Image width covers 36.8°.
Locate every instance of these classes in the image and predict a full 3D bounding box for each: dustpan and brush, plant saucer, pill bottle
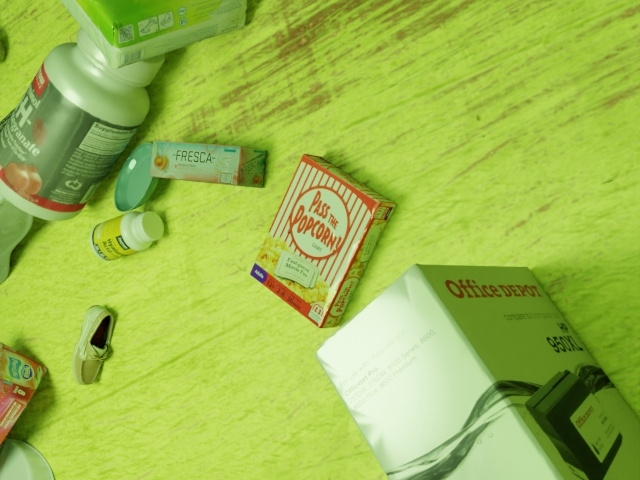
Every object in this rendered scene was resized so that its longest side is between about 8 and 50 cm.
[{"bbox_3d":[-0.489,0.441,1.659,0.211,0.060,0.147,10,82,43],"label":"dustpan and brush"},{"bbox_3d":[-0.286,-0.097,1.525,0.119,0.021,0.119,-29,49,40],"label":"plant saucer"},{"bbox_3d":[-0.306,-0.010,1.528,0.116,0.065,0.065,-18,78,35],"label":"pill bottle"},{"bbox_3d":[-0.382,-0.199,1.524,0.318,0.176,0.176,-50,62,24],"label":"pill bottle"}]

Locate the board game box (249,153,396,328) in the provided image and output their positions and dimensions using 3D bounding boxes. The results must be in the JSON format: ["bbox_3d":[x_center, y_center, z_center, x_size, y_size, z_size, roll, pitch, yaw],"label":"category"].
[{"bbox_3d":[0.000,0.000,1.314,0.147,0.045,0.193,34,108,32],"label":"board game box"}]

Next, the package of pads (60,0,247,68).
[{"bbox_3d":[-0.269,-0.398,1.423,0.296,0.229,0.101,51,152,27],"label":"package of pads"}]

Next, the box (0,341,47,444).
[{"bbox_3d":[-0.601,0.307,1.669,0.128,0.122,0.257,33,113,-13],"label":"box"}]

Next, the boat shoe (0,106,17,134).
[{"bbox_3d":[-0.566,-0.167,1.723,0.223,0.080,0.073,-37,62,24],"label":"boat shoe"}]

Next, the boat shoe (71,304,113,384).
[{"bbox_3d":[-0.372,0.176,1.579,0.045,0.050,0.135,15,97,41],"label":"boat shoe"}]

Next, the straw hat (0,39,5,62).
[{"bbox_3d":[-0.615,-0.353,1.768,0.061,0.144,0.144,-7,82,-4],"label":"straw hat"}]

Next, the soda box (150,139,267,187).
[{"bbox_3d":[-0.168,-0.115,1.432,0.183,0.063,0.058,9,93,36],"label":"soda box"}]

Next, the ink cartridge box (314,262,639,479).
[{"bbox_3d":[0.214,0.222,0.999,0.166,0.285,0.395,-44,65,25],"label":"ink cartridge box"}]

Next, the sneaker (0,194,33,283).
[{"bbox_3d":[-0.587,-0.043,1.678,0.147,0.105,0.296,62,142,20],"label":"sneaker"}]
